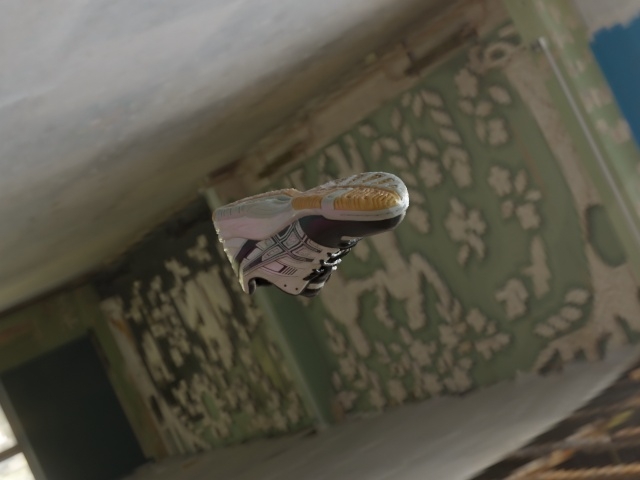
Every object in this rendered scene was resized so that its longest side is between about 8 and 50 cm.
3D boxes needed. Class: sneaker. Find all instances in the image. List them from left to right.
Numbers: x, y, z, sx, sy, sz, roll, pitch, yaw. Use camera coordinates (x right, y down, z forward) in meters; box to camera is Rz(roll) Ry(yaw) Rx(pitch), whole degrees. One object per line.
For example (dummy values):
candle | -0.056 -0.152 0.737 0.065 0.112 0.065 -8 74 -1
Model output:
sneaker | 0.000 0.000 0.385 0.032 0.037 0.083 -21 -171 -40
